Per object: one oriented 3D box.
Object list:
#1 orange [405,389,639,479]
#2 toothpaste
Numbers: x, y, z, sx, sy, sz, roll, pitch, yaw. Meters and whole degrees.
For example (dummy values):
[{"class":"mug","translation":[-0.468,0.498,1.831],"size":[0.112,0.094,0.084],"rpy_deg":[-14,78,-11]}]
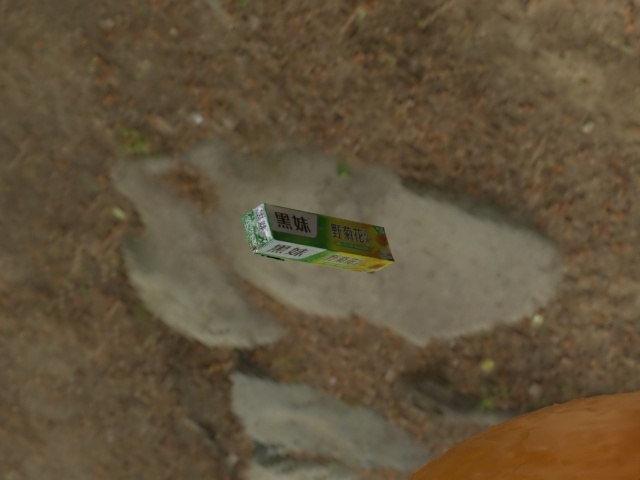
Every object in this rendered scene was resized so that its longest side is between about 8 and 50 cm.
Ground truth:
[{"class":"orange","translation":[0.107,0.241,0.565],"size":[0.326,0.424,0.424],"rpy_deg":[38,142,17]},{"class":"toothpaste","translation":[0.000,0.000,1.647],"size":[0.037,0.043,0.178],"rpy_deg":[-30,153,36]}]
